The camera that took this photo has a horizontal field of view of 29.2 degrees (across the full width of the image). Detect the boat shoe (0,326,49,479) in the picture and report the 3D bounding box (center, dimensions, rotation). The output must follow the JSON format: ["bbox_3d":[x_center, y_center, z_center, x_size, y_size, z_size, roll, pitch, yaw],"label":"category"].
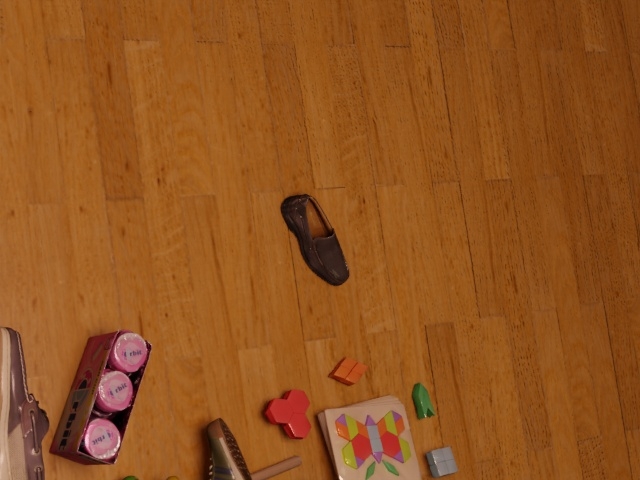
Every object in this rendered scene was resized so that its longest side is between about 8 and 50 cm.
[{"bbox_3d":[-0.417,0.257,1.677,0.092,0.103,0.285,0,85,-38],"label":"boat shoe"}]

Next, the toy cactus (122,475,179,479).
[{"bbox_3d":[-0.235,0.449,1.763,0.180,0.112,0.219,-40,112,-21],"label":"toy cactus"}]

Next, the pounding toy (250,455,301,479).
[{"bbox_3d":[-0.061,0.455,1.858,0.183,0.110,0.236,-7,85,-34],"label":"pounding toy"}]

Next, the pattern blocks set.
[{"bbox_3d":[0.081,0.327,1.985,0.325,0.026,0.285,-18,80,-42],"label":"pattern blocks set"}]

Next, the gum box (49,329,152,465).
[{"bbox_3d":[-0.309,0.220,1.744,0.062,0.107,0.188,26,68,-26],"label":"gum box"}]

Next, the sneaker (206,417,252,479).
[{"bbox_3d":[-0.144,0.361,1.798,0.086,0.064,0.192,-30,68,5],"label":"sneaker"}]

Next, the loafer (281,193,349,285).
[{"bbox_3d":[0.000,0.000,2.010,0.062,0.061,0.170,-42,105,-32],"label":"loafer"}]
